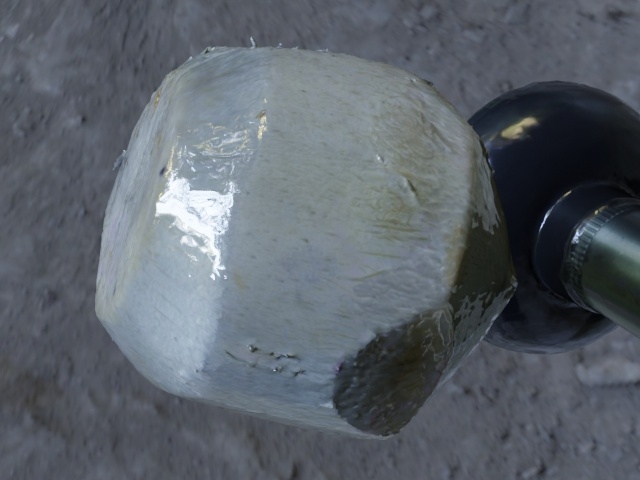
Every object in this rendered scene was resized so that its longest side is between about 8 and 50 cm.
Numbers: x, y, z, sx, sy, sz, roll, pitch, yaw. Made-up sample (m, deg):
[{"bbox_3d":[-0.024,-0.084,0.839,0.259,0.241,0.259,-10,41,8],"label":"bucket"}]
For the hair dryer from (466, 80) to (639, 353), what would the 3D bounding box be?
[{"bbox_3d":[0.251,0.037,0.785,0.284,0.320,0.155,8,103,-34],"label":"hair dryer"}]

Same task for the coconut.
[{"bbox_3d":[-0.001,0.000,0.623,0.162,0.161,0.161,18,102,-17],"label":"coconut"}]
